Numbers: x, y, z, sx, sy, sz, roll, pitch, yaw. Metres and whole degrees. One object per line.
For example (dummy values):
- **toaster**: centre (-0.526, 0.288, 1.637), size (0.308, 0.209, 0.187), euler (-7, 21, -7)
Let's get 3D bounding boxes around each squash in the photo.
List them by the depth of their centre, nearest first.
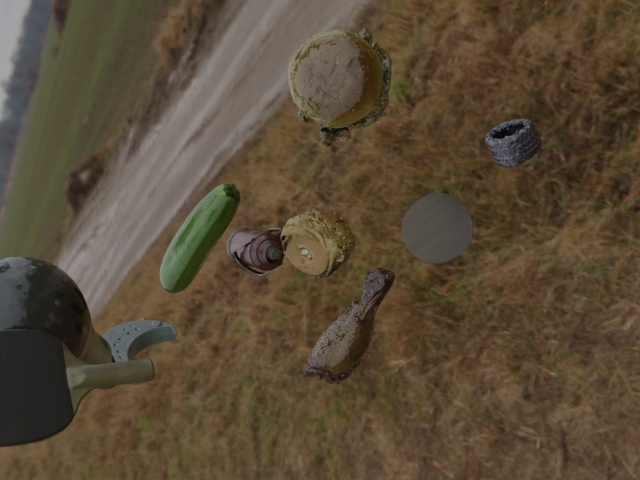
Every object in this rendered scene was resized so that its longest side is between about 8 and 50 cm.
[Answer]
- **squash**: centre (-0.256, 0.000, 1.629), size (0.292, 0.082, 0.082), euler (-54, 30, 28)

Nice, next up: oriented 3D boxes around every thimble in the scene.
- **thimble**: centre (0.375, -0.193, 1.544), size (0.095, 0.066, 0.104), euler (-30, 22, 5)

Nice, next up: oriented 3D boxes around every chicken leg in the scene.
- **chicken leg**: centre (0.050, 0.165, 1.386), size (0.177, 0.083, 0.322), euler (-56, -6, -23)

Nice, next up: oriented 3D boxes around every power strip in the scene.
- **power strip**: centre (-0.478, 0.270, 2.037), size (0.253, 0.167, 0.054), euler (-64, -18, -60)

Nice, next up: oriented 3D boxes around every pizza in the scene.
- **pizza**: centre (0.046, -0.274, 2.017), size (0.029, 0.100, 0.099), euler (-57, 34, 31)

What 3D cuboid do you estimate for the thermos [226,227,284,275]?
- **thermos**: centre (-0.145, 0.019, 1.915), size (0.124, 0.099, 0.232), euler (-53, 21, -13)

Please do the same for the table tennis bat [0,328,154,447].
- **table tennis bat**: centre (-0.313, 0.161, 0.915), size (0.022, 0.246, 0.138), euler (-49, 52, 50)

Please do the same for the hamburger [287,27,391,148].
- **hamburger**: centre (0.027, -0.229, 1.193), size (0.131, 0.159, 0.185), euler (-51, -27, -72)

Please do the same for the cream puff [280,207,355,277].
- **cream puff**: centre (0.000, 0.000, 1.358), size (0.133, 0.119, 0.104), euler (-15, 20, 40)

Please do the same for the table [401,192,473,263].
- **table**: centre (0.274, -0.020, 1.958), size (0.227, 0.167, 0.167), euler (77, -154, -85)

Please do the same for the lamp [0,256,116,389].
- **lamp**: centre (-0.399, 0.128, 1.152), size (0.314, 0.181, 0.182), euler (55, -136, -73)
